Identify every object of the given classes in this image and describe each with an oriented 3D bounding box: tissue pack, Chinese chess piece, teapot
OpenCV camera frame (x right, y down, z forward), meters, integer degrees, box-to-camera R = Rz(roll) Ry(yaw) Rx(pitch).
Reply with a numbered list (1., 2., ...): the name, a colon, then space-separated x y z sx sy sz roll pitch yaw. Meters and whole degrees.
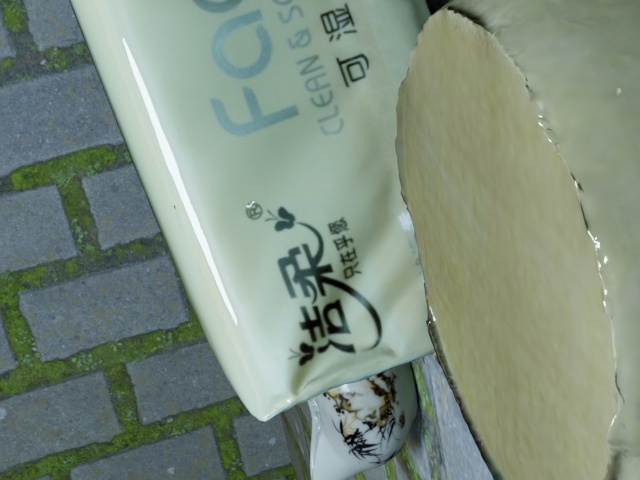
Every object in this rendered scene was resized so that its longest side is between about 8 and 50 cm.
1. tissue pack: -0.042 -0.114 0.704 0.332 0.205 0.405 -179 67 -83
2. Chinese chess piece: 0.113 0.006 0.436 0.250 0.103 0.250 166 90 -82
3. teapot: 0.013 0.135 1.136 0.208 0.165 0.300 12 -127 -87
